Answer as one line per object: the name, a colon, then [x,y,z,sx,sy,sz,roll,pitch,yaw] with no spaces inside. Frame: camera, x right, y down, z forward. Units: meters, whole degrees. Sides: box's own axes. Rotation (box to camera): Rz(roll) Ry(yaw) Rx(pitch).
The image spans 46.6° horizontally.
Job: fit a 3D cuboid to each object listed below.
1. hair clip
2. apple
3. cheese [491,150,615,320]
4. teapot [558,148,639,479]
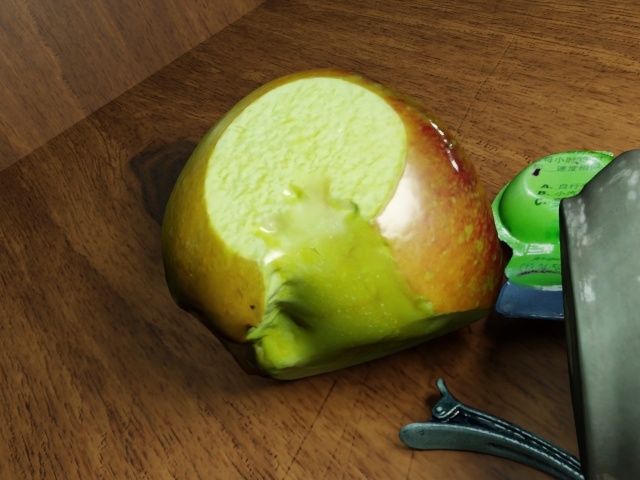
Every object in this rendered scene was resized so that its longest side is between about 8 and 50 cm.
hair clip: [0.205,0.212,0.714,0.275,0.048,0.083,17,50,42]
apple: [0.000,0.000,0.844,0.374,0.374,0.384,-33,30,-8]
cheese: [0.295,-0.017,0.908,0.203,0.083,0.320,2,42,31]
teapot: [0.393,0.062,0.621,0.361,0.306,0.376,-4,12,15]
